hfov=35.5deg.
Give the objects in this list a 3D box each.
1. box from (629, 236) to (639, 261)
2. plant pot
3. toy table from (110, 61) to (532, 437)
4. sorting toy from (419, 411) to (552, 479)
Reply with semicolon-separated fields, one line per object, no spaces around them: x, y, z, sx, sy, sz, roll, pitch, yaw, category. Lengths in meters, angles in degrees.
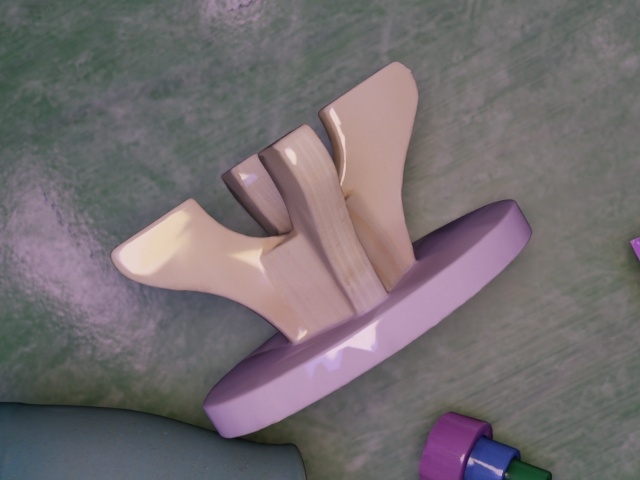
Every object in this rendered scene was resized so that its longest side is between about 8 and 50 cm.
0.384;0.083;0.718;0.201;0.057;0.293;-29;78;18;box
-0.135;0.247;0.726;0.255;0.271;0.272;-1;88;-7;plant pot
0.000;0.000;0.729;0.274;0.252;0.161;-36;98;-23;toy table
0.084;0.310;0.716;0.126;0.127;0.365;16;71;28;sorting toy
